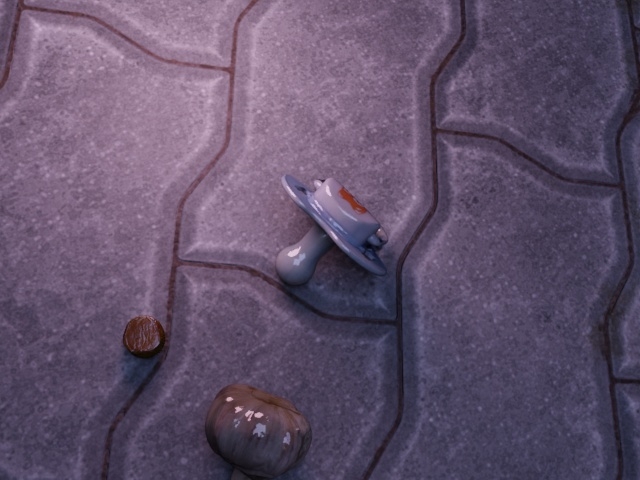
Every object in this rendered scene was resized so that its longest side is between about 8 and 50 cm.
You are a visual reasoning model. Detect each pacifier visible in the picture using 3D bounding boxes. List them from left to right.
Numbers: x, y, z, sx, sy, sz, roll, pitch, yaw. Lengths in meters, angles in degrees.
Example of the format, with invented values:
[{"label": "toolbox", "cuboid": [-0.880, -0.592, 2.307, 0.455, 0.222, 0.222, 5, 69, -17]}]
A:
[{"label": "pacifier", "cuboid": [0.000, 0.000, 1.722, 0.233, 0.244, 0.299, -45, 77, 7]}]

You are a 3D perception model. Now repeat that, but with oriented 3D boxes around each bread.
[{"label": "bread", "cuboid": [-0.349, 0.192, 1.618, 0.085, 0.053, 0.085, 0, 70, 0]}]

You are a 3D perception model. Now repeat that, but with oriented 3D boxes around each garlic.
[{"label": "garlic", "cuboid": [-0.129, 0.392, 1.530, 0.218, 0.218, 0.212, 22, 95, -4]}]
